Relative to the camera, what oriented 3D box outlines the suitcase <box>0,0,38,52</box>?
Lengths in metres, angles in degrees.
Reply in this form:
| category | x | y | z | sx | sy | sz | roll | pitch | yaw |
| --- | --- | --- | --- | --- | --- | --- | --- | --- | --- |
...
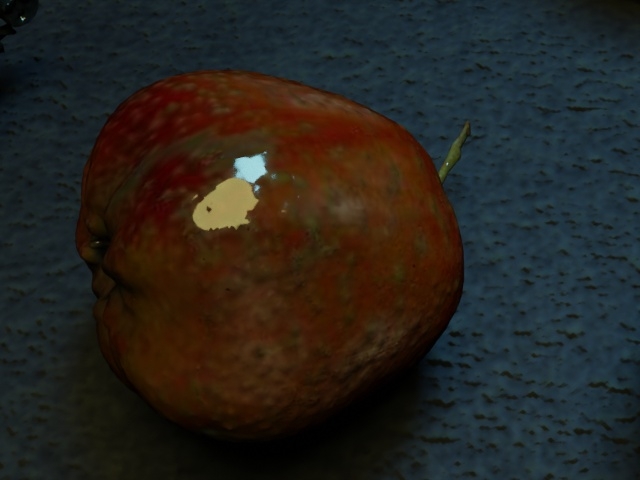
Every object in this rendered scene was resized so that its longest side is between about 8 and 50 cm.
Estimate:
| category | x | y | z | sx | sy | sz | roll | pitch | yaw |
| --- | --- | --- | --- | --- | --- | --- | --- | --- | --- |
| suitcase | -0.291 | -0.110 | 0.574 | 0.194 | 0.143 | 0.235 | 34 | 65 | 23 |

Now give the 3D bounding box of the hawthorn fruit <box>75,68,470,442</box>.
| category | x | y | z | sx | sy | sz | roll | pitch | yaw |
| --- | --- | --- | --- | --- | --- | --- | --- | --- | --- |
| hawthorn fruit | 0.000 | 0.000 | 0.488 | 0.203 | 0.163 | 0.163 | -9 | 55 | -19 |
